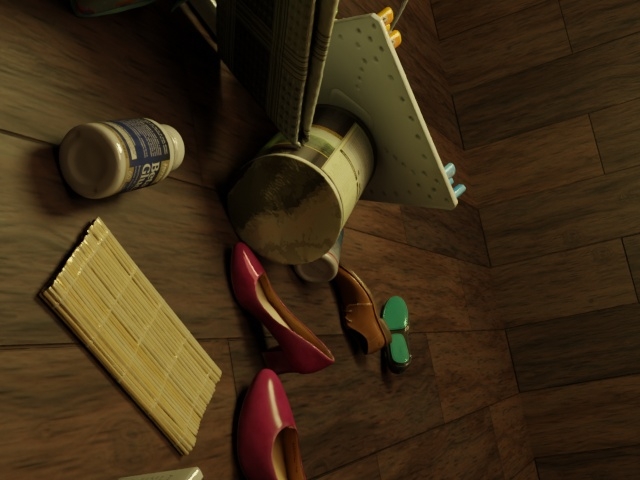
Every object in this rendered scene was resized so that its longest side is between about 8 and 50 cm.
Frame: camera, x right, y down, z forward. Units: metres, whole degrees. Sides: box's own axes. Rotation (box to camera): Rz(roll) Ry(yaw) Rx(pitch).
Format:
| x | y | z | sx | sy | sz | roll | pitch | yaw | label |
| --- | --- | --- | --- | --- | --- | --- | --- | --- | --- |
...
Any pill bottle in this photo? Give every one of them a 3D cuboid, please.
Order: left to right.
| x | y | z | sx | sy | sz | roll | pitch | yaw | label |
| --- | --- | --- | --- | --- | --- | --- | --- | --- | --- |
| -0.252 | -0.113 | 0.986 | 0.169 | 0.094 | 0.094 | -31 | 104 | -65 | pill bottle |
| 0.000 | 0.000 | 1.478 | 0.087 | 0.087 | 0.160 | 56 | 30 | -36 | pill bottle |

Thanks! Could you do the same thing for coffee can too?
| x | y | z | sx | sy | sz | roll | pitch | yaw | label |
| --- | --- | --- | --- | --- | --- | --- | --- | --- | --- |
| -0.023 | -0.108 | 1.349 | 0.201 | 0.202 | 0.275 | 66 | 25 | -20 | coffee can |

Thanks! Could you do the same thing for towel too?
| x | y | z | sx | sy | sz | roll | pitch | yaw | label |
| --- | --- | --- | --- | --- | --- | --- | --- | --- | --- |
| -0.080 | -0.362 | 1.196 | 0.312 | 0.056 | 0.324 | 52 | -32 | 36 | towel |

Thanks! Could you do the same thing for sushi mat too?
| x | y | z | sx | sy | sz | roll | pitch | yaw | label |
| --- | --- | --- | --- | --- | --- | --- | --- | --- | --- |
| -0.231 | 0.129 | 0.981 | 0.316 | 0.019 | 0.151 | 59 | 27 | -31 | sushi mat |

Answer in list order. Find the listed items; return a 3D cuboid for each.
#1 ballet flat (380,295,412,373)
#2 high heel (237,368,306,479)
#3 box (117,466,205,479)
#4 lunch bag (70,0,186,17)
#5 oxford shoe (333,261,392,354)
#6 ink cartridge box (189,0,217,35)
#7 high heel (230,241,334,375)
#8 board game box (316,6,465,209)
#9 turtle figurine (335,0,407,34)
| x | y | z | sx | sy | sz | roll | pitch | yaw | label |
| --- | --- | --- | --- | --- | --- | --- | --- | --- | --- |
| 0.177 | 0.227 | 1.766 | 0.074 | 0.074 | 0.203 | 53 | 26 | -40 | ballet flat |
| -0.014 | 0.368 | 1.107 | 0.127 | 0.181 | 0.377 | 23 | 55 | -61 | high heel |
| -0.183 | 0.376 | 0.812 | 0.181 | 0.119 | 0.181 | 68 | 25 | -14 | box |
| -0.203 | -0.416 | 1.030 | 0.262 | 0.223 | 0.160 | -26 | 101 | -42 | lunch bag |
| 0.073 | 0.145 | 1.583 | 0.076 | 0.076 | 0.212 | -31 | 96 | -25 | oxford shoe |
| -0.190 | -0.487 | 1.407 | 0.224 | 0.045 | 0.223 | 52 | 32 | -41 | ink cartridge box |
| -0.064 | 0.108 | 1.234 | 0.082 | 0.117 | 0.244 | -27 | 100 | -66 | high heel |
| 0.071 | -0.246 | 1.461 | 0.050 | 0.390 | 0.389 | -41 | 118 | -25 | board game box |
| 0.079 | -0.421 | 1.744 | 0.198 | 0.275 | 0.266 | -49 | 131 | -44 | turtle figurine |
